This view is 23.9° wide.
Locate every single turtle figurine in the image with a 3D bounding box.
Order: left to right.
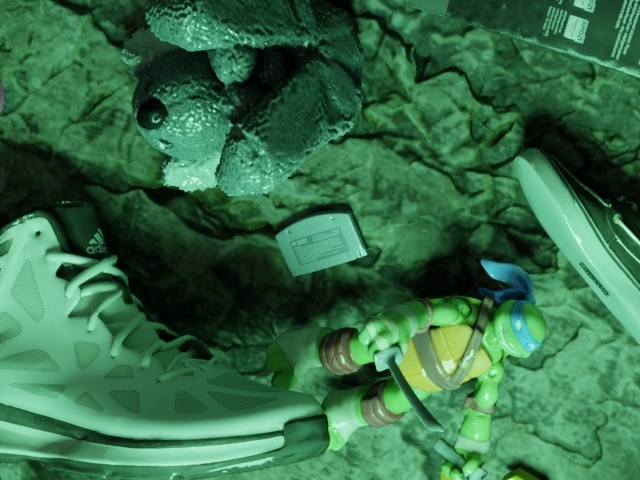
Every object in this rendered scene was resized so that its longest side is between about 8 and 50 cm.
[{"bbox_3d":[0.074,0.151,1.407,0.266,0.198,0.275,-14,65,40],"label":"turtle figurine"}]

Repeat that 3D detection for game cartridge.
[{"bbox_3d":[0.000,0.000,1.490,0.083,0.017,0.056,-16,109,23],"label":"game cartridge"}]

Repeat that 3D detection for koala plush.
[{"bbox_3d":[-0.091,-0.136,1.395,0.221,0.203,0.196,-20,96,45],"label":"koala plush"}]

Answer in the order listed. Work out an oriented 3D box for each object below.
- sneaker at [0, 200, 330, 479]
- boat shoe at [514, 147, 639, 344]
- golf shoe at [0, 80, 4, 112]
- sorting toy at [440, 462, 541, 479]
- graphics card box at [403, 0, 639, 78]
[{"bbox_3d":[-0.199,0.089,1.451,0.447,0.169,0.257,1,89,26],"label":"sneaker"},{"bbox_3d":[0.262,-0.003,1.380,0.070,0.078,0.219,-38,94,-8],"label":"boat shoe"},{"bbox_3d":[-0.454,-0.198,1.515,0.306,0.115,0.140,38,139,-1],"label":"golf shoe"},{"bbox_3d":[0.221,0.368,1.562,0.229,0.041,0.307,-3,107,20],"label":"sorting toy"},{"bbox_3d":[0.275,-0.256,1.254,0.371,0.094,0.233,18,116,8],"label":"graphics card box"}]
